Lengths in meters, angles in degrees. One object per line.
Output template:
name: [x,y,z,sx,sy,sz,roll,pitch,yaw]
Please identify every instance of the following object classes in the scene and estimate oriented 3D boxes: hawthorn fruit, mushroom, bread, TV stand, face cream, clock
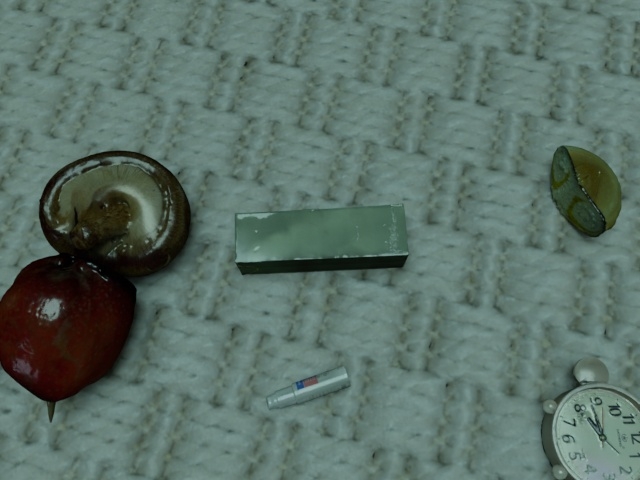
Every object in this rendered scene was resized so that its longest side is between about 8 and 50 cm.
hawthorn fruit: [-0.380,0.141,0.885,0.189,0.189,0.251,16,94,7]
mushroom: [-0.323,-0.039,0.966,0.231,0.138,0.194,23,59,-2]
bread: [0.440,-0.090,0.983,0.094,0.083,0.157,-30,75,-12]
TV stand: [0.000,0.000,0.963,0.270,0.083,0.088,-2,72,0]
face cream: [-0.020,0.227,0.907,0.130,0.034,0.034,-19,71,-5]
clock: [0.401,0.287,0.863,0.156,0.063,0.229,-3,68,3]
